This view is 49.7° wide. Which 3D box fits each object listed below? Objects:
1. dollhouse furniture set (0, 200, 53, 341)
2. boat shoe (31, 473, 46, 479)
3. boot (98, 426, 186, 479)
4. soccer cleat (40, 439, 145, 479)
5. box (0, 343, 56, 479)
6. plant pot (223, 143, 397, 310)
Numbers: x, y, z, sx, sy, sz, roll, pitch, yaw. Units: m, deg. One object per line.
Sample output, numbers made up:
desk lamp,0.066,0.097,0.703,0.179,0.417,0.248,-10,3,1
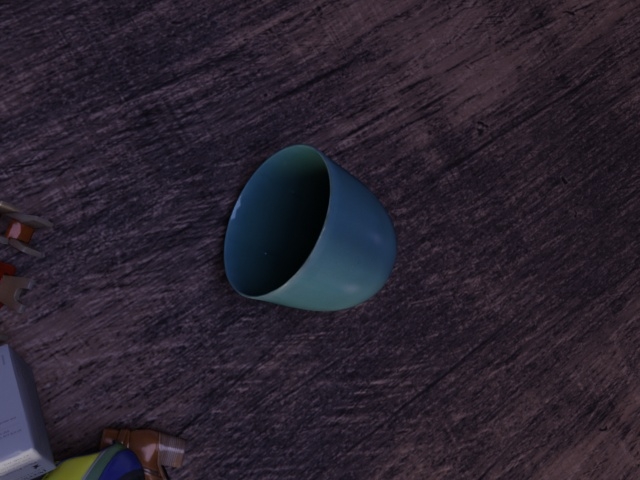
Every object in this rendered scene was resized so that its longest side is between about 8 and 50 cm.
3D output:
dollhouse furniture set,-0.586,0.049,1.075,0.259,0.135,0.261,37,69,-62
boat shoe,-0.445,0.426,1.140,0.324,0.117,0.096,37,49,-13
boot,-0.335,0.431,1.233,0.153,0.073,0.197,14,83,-15
soccer cleat,-0.414,0.405,1.060,0.289,0.121,0.093,-21,137,-34
box,-0.521,0.283,1.039,0.181,0.119,0.181,-21,63,-14
plant pot,0.000,0.000,1.291,0.235,0.293,0.292,25,77,-38
